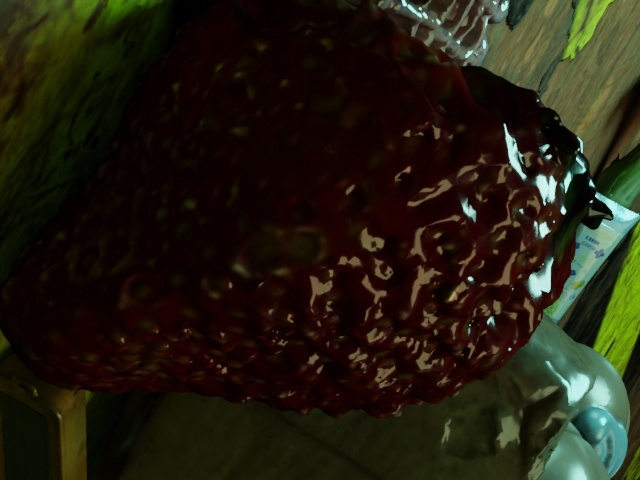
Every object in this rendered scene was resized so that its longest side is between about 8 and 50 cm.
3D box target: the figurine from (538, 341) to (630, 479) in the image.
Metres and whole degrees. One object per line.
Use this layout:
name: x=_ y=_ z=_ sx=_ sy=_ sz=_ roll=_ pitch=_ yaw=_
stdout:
figurine: x=0.100 y=0.258 z=1.666 sx=0.277 sy=0.248 sz=0.388 roll=22 pitch=115 yaw=-45

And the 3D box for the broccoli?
broccoli: x=0.329 y=-0.094 z=1.925 sx=0.204 sy=0.118 sz=0.122 roll=-48 pitch=-162 yaw=26

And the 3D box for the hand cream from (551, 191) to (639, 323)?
hand cream: x=0.244 y=0.031 z=1.956 sx=0.065 sy=0.043 sz=0.170 roll=26 pitch=110 yaw=-27

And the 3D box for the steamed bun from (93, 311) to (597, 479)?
steamed bun: x=0.017 y=0.123 z=1.236 sx=0.301 sy=0.251 sz=0.199 roll=-51 pitch=171 yaw=9

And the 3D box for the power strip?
power strip: x=-0.156 y=0.120 z=1.104 sx=0.028 sy=0.049 sz=0.178 roll=-52 pitch=162 yaw=-34

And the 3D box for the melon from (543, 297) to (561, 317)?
melon: x=0.164 y=0.043 z=1.735 sx=0.160 sy=0.079 sz=0.128 roll=-54 pitch=163 yaw=-6

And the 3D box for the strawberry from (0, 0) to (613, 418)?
strawberry: x=-0.003 y=-0.001 z=1.006 sx=0.257 sy=0.261 sz=0.261 roll=-62 pitch=162 yaw=-6

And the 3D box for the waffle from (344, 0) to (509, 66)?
waffle: x=0.059 y=-0.133 z=1.217 sx=0.234 sy=0.055 sz=0.221 roll=-40 pitch=155 yaw=-39
